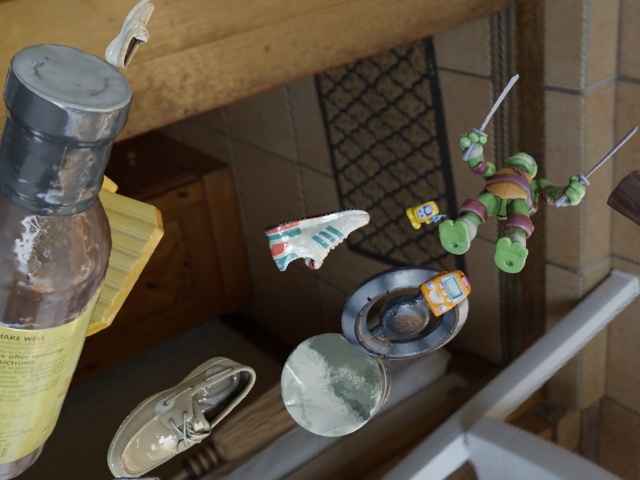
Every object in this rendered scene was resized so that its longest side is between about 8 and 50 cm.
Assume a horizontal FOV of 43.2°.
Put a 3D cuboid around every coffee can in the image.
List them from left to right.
[{"bbox_3d":[0.040,0.297,1.703,0.201,0.202,0.275,59,-176,10],"label":"coffee can"}]

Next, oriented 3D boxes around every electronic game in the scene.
[{"bbox_3d":[0.150,0.132,1.442,0.048,0.229,0.229,-98,8,-50],"label":"electronic game"}]

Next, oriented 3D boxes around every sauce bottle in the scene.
[{"bbox_3d":[-0.207,0.032,0.556,0.111,0.111,0.344,49,129,26],"label":"sauce bottle"}]

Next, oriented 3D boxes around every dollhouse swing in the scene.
[{"bbox_3d":[-0.553,-0.023,1.610,0.305,0.346,0.315,12,157,46],"label":"dollhouse swing"}]

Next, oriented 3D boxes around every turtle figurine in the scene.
[{"bbox_3d":[0.303,-0.100,1.269,0.198,0.266,0.275,40,142,-9],"label":"turtle figurine"}]

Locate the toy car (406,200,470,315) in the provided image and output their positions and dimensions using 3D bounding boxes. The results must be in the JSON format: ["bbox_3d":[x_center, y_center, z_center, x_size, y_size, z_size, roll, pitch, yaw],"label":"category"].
[{"bbox_3d":[0.109,0.011,0.768,0.041,0.060,0.122,-28,69,26],"label":"toy car"}]

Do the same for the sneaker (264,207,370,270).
[{"bbox_3d":[0.000,0.000,1.162,0.057,0.161,0.075,-3,99,65],"label":"sneaker"}]

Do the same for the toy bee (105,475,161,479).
[{"bbox_3d":[-0.204,0.398,0.998,0.195,0.298,0.162,-21,63,21],"label":"toy bee"}]

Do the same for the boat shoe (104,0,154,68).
[{"bbox_3d":[-0.414,-0.459,1.810,0.059,0.170,0.063,32,179,9],"label":"boat shoe"}]

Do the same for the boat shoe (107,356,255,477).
[{"bbox_3d":[-0.243,0.316,1.446,0.098,0.302,0.109,-1,119,51],"label":"boat shoe"}]

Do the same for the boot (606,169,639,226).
[{"bbox_3d":[0.385,-0.050,0.901,0.114,0.037,0.106,54,128,32],"label":"boot"}]
